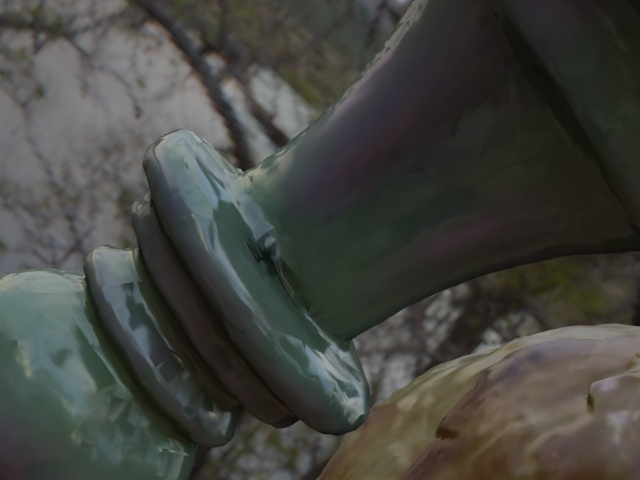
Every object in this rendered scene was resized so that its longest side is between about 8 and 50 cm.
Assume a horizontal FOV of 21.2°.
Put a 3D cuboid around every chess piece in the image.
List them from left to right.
[{"bbox_3d":[0.000,0.000,0.384,0.139,0.272,0.139,56,7,-10],"label":"chess piece"}]

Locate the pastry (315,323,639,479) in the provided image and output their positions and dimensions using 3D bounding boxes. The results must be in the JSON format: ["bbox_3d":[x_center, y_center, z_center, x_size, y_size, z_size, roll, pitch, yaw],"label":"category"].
[{"bbox_3d":[0.152,0.219,0.812,0.388,0.388,0.312,44,-11,26],"label":"pastry"}]
